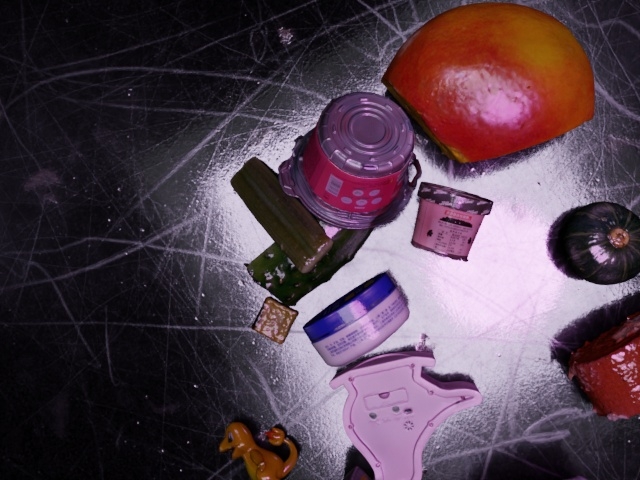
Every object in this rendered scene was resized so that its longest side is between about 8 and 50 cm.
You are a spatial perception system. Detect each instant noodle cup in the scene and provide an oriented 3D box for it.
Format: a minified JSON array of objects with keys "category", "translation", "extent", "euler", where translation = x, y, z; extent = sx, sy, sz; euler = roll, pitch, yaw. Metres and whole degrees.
[{"category":"instant noodle cup","translation":[0.076,-0.171,1.172],"extent":[0.303,0.181,0.258],"euler":[-17,72,-15]}]

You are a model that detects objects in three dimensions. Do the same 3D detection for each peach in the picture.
[{"category":"peach","translation":[0.315,-0.311,1.158],"extent":[0.381,0.242,0.305],"euler":[-14,93,8]}]

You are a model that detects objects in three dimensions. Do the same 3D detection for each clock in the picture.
[{"category":"clock","translation":[0.197,0.369,1.254],"extent":[0.291,0.080,0.275],"euler":[-18,88,9]}]

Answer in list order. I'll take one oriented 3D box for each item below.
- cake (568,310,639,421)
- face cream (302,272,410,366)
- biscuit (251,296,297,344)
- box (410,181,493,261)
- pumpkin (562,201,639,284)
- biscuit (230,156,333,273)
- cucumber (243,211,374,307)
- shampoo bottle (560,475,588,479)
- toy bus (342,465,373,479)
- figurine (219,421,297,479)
[{"category":"cake","translation":[0.623,0.229,1.142],"extent":[0.283,0.177,0.150],"euler":[-29,86,6]},{"category":"face cream","translation":[0.076,0.163,1.208],"extent":[0.206,0.206,0.111],"euler":[-34,90,7]},{"category":"biscuit","translation":[-0.102,0.177,1.327],"extent":[0.082,0.018,0.083],"euler":[26,94,7]},{"category":"box","translation":[0.258,-0.036,1.214],"extent":[0.151,0.151,0.135],"euler":[16,100,8]},{"category":"pumpkin","translation":[0.560,0.005,1.177],"extent":[0.167,0.125,0.167],"euler":[-2,79,10]},{"category":"biscuit","translation":[-0.090,-0.066,1.248],"extent":[0.099,0.038,0.322],"euler":[-45,57,6]},{"category":"cucumber","translation":[0.001,0.002,1.274],"extent":[0.325,0.105,0.145],"euler":[-41,83,4]},{"category":"shampoo bottle","translation":[0.444,0.600,1.121],"extent":[0.267,0.273,0.272],"euler":[-26,86,-2]},{"category":"toy bus","translation":[0.069,0.522,1.225],"extent":[0.072,0.172,0.057],"euler":[45,96,11]},{"category":"figurine","translation":[-0.131,0.456,1.305],"extent":[0.176,0.121,0.122],"euler":[39,67,16]}]
